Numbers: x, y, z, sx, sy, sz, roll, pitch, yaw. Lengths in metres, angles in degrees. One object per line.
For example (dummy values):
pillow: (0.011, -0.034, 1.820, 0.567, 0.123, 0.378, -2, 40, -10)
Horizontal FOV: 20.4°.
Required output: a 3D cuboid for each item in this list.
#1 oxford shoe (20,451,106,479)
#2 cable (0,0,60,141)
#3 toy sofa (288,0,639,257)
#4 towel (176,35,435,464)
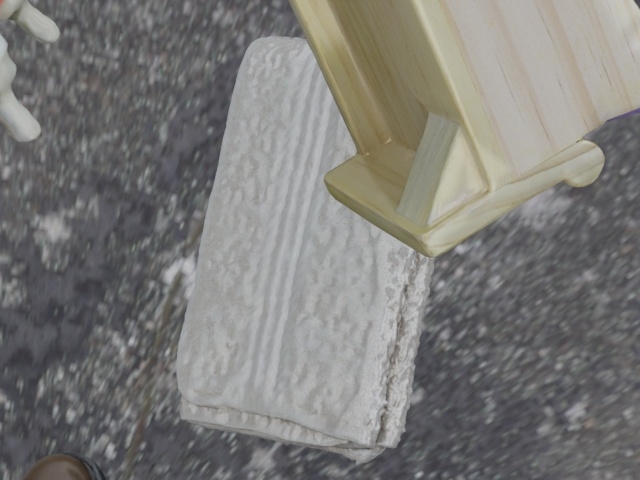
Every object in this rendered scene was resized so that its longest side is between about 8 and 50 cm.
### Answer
oxford shoe: (-0.185, 0.210, 0.995, 0.082, 0.096, 0.227, 1, 54, 31)
cable: (-0.203, -0.147, 0.660, 0.287, 0.072, 0.139, 51, 42, -34)
toy sofa: (0.037, -0.190, 0.957, 0.177, 0.150, 0.363, -32, 115, -13)
towel: (0.000, 0.000, 1.198, 0.049, 0.187, 0.282, 19, 81, -50)
